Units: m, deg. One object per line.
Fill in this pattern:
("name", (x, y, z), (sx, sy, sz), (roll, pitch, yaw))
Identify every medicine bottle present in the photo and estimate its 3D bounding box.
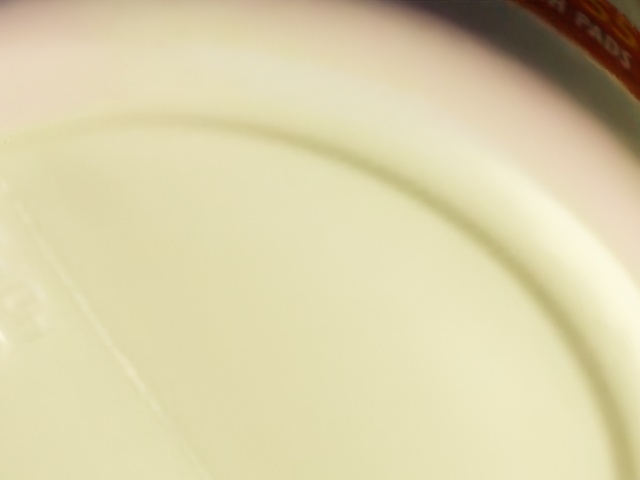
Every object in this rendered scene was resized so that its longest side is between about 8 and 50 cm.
("medicine bottle", (0.000, 0.000, 0.505), (0.252, 0.241, 0.253), (6, 120, 11))
